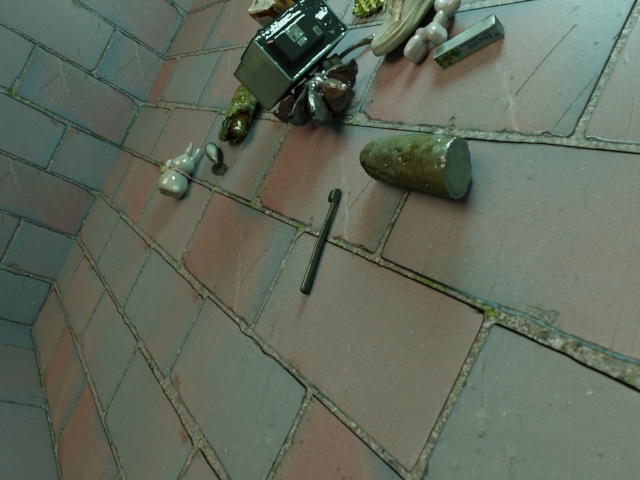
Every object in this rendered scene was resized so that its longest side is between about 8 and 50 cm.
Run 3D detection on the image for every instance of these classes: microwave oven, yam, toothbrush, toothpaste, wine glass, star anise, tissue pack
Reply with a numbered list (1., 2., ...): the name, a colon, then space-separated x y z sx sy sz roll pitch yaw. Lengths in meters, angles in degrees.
1. microwave oven: -0.096 -0.586 1.504 0.295 0.181 0.237 -49 11 -24
2. yam: 0.200 -0.170 1.082 0.330 0.133 0.133 20 85 58
3. toothbrush: 0.000 0.000 1.288 0.030 0.030 0.298 -3 66 58
4. toothpaste: 0.340 -0.462 1.143 0.164 0.046 0.034 -19 53 43
5. wine glass: -0.426 -0.331 1.969 0.066 0.066 0.198 -51 39 16
6. star anise: 0.023 -0.440 1.453 0.359 0.139 0.316 -23 46 24
7. tissue pack: -0.123 -0.773 1.732 0.183 0.226 0.092 22 84 53

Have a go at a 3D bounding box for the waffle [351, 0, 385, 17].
1. waffle: 0.174 -0.787 1.545 0.183 0.036 0.169 20 87 55

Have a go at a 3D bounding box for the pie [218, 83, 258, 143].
1. pie: -0.323 -0.506 1.919 0.257 0.105 0.275 12 78 61

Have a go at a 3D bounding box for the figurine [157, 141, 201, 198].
1. figurine: -0.616 -0.307 2.140 0.155 0.127 0.236 -7 58 59

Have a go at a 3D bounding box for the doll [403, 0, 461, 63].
1. doll: 0.289 -0.542 1.234 0.161 0.059 0.160 -18 47 61

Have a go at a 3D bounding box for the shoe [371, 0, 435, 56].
1. shoe: 0.216 -0.655 1.298 0.316 0.159 0.124 -47 22 14
